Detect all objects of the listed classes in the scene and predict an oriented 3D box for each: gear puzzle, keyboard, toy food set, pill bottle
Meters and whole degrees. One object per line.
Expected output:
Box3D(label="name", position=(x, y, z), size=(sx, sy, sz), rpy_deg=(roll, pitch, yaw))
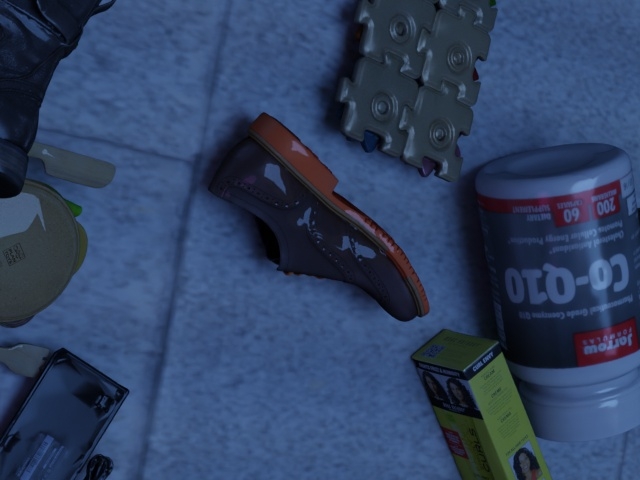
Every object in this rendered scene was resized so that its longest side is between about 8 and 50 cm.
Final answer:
Box3D(label="gear puzzle", position=(0.102, -0.239, 1.599), size=(0.175, 0.044, 0.339), rpy_deg=(20, 79, -37))
Box3D(label="keyboard", position=(-0.230, 0.191, 1.371), size=(0.108, 0.023, 0.180), rpy_deg=(37, 78, -30))
Box3D(label="toy food set", position=(-0.256, 0.008, 1.337), size=(0.132, 0.038, 0.192), rpy_deg=(18, 94, -34))
Box3D(label="pill bottle", position=(0.258, 0.054, 1.676), size=(0.161, 0.161, 0.283), rpy_deg=(-21, 108, -36))

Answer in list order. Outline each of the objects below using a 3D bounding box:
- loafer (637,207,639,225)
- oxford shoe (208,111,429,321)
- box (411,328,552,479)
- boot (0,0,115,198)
Box3D(label="loafer", position=(0.381, 0.086, 1.824), size=(0.087, 0.094, 0.251), rpy_deg=(-29, 113, -38))
Box3D(label="oxford shoe", position=(0.000, 0.000, 1.520), size=(0.098, 0.097, 0.271), rpy_deg=(-46, 118, -3))
Box3D(label="box", position=(0.176, 0.206, 1.677), size=(0.058, 0.087, 0.232), rpy_deg=(-37, 118, -28))
Box3D(label="boot", position=(-0.299, -0.174, 1.253), size=(0.263, 0.091, 0.229), rpy_deg=(26, 65, -25))
